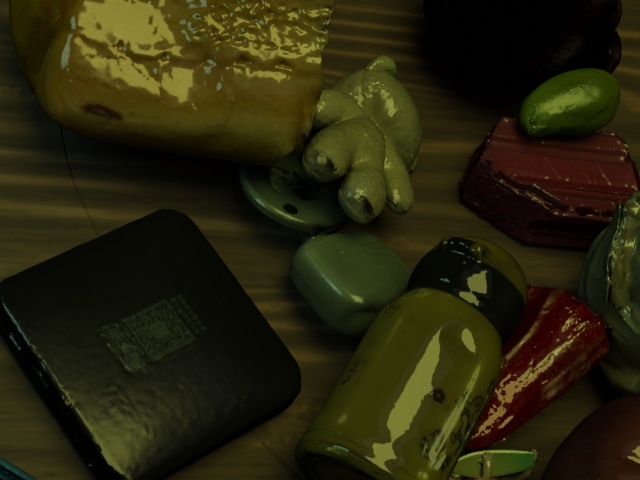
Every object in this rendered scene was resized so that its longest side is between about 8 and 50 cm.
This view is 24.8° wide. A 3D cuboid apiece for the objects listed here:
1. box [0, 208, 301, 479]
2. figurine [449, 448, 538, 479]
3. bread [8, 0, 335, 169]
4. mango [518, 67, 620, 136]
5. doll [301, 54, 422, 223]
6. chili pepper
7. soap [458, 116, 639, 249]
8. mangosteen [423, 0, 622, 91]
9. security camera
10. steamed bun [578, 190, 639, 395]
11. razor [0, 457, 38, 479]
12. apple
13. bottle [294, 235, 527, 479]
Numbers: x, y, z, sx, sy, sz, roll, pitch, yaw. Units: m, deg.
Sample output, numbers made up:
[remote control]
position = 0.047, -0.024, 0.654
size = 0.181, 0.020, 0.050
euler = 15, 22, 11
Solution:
[box]
position = -0.198, 0.121, 1.680
size = 0.289, 0.073, 0.290
euler = -27, 71, -35
[figurine]
position = 0.188, 0.295, 1.727
size = 0.187, 0.083, 0.083
euler = -14, 65, -32
[bread]
position = -0.188, -0.289, 1.810
size = 0.394, 0.250, 0.361
euler = 7, 95, -6
[mango]
position = 0.348, -0.187, 2.011
size = 0.165, 0.074, 0.091
euler = -23, 80, -27
[doll]
position = 0.040, -0.119, 1.888
size = 0.149, 0.175, 0.278
euler = -5, 23, 19
[chili pepper]
position = 0.231, 0.164, 1.806
size = 0.252, 0.136, 0.144
euler = -38, 77, -28
[soap]
position = 0.318, -0.083, 2.021
size = 0.250, 0.099, 0.162
euler = 7, 55, -20
[mangosteen]
position = 0.299, -0.339, 2.075
size = 0.313, 0.297, 0.297
euler = 51, 50, -13
[security camera]
position = 0.000, 0.000, 1.847
size = 0.157, 0.080, 0.301
euler = -10, 51, -42
[steamed bun]
position = 0.488, 0.068, 1.910
size = 0.346, 0.237, 0.394
euler = -45, 113, -17
[razor]
position = -0.354, 0.240, 1.553
size = 0.253, 0.042, 0.082
euler = 34, 94, 0
[apple]
position = 0.395, 0.331, 1.692
size = 0.305, 0.235, 0.306
euler = 12, 51, -15
[bottle]
position = 0.126, 0.150, 1.693
size = 0.171, 0.171, 0.351
euler = 33, 64, 1
